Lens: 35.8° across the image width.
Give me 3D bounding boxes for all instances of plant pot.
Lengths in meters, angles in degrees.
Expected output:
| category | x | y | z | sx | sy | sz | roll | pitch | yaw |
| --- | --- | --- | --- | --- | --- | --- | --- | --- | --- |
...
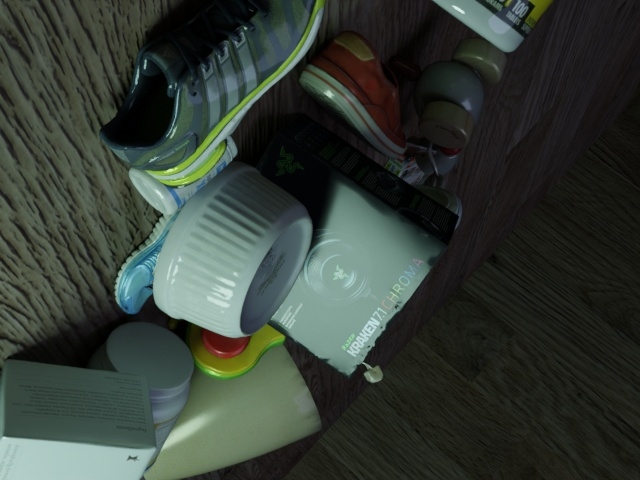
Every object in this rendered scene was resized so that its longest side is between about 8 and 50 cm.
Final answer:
| category | x | y | z | sx | sy | sz | roll | pitch | yaw |
| --- | --- | --- | --- | --- | --- | --- | --- | --- | --- |
| plant pot | -0.179 | 0.259 | 1.565 | 0.274 | 0.256 | 0.256 | -30 | 159 | -14 |

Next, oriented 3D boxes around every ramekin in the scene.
| category | x | y | z | sx | sy | sz | roll | pitch | yaw |
| --- | --- | --- | --- | --- | --- | --- | --- | --- | --- |
| ramekin | -0.097 | 0.020 | 1.195 | 0.207 | 0.109 | 0.207 | -53 | 162 | -26 |

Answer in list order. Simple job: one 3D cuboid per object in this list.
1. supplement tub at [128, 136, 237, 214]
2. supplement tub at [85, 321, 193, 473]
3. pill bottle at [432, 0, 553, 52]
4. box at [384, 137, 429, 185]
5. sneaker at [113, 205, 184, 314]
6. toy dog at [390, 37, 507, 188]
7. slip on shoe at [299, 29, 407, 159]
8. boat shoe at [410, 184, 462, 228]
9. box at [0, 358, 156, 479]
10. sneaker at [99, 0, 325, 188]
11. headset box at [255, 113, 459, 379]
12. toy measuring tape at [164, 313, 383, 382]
| category | x | y | z | sx | sy | sz | roll | pitch | yaw |
| --- | --- | --- | --- | --- | --- | --- | --- | --- | --- |
| supplement tub | -0.153 | -0.086 | 1.103 | 0.107 | 0.071 | 0.071 | -44 | 163 | -17 |
| supplement tub | -0.266 | 0.224 | 1.369 | 0.144 | 0.144 | 0.199 | -28 | 153 | -52 |
| pill bottle | 0.268 | -0.423 | 1.252 | 0.334 | 0.188 | 0.188 | -54 | 163 | 15 |
| box | 0.179 | -0.143 | 1.925 | 0.207 | 0.036 | 0.114 | -23 | 149 | -57 |
| sneaker | -0.197 | 0.032 | 1.247 | 0.162 | 0.073 | 0.063 | -53 | 164 | 10 |
| toy dog | 0.169 | -0.202 | 1.592 | 0.220 | 0.161 | 0.333 | -59 | 174 | -38 |
| slip on shoe | 0.068 | -0.195 | 1.380 | 0.101 | 0.123 | 0.331 | -54 | 159 | 1 |
| boat shoe | 0.067 | -0.043 | 1.495 | 0.302 | 0.109 | 0.094 | -6 | 146 | -4 |
| box | -0.316 | 0.255 | 1.206 | 0.182 | 0.119 | 0.181 | 11 | 127 | -26 |
| sneaker | -0.103 | -0.180 | 0.967 | 0.300 | 0.111 | 0.121 | -56 | 159 | 13 |
| headset box | 0.000 | 0.000 | 1.356 | 0.246 | 0.283 | 0.131 | -56 | 179 | 23 |
| toy measuring tape | -0.080 | 0.168 | 1.423 | 0.121 | 0.330 | 0.121 | -156 | -90 | -90 |
